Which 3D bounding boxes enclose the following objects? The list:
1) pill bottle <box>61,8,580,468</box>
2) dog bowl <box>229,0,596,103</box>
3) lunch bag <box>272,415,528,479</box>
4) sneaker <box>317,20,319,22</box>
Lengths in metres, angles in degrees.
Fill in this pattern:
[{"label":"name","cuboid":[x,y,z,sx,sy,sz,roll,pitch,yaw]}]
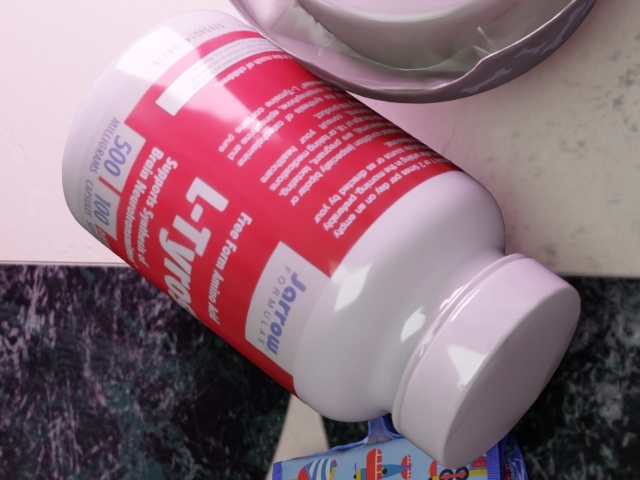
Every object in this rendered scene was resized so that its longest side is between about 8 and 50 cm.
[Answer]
[{"label":"pill bottle","cuboid":[0.000,0.000,1.376,0.407,0.229,0.229,36,106,25]},{"label":"dog bowl","cuboid":[0.081,-0.267,1.345,0.348,0.102,0.349,-4,70,12]},{"label":"lunch bag","cuboid":[0.075,0.290,1.407,0.221,0.138,0.293,-16,69,29]},{"label":"sneaker","cuboid":[0.024,-0.237,1.474,0.161,0.057,0.075,-42,87,20]}]
